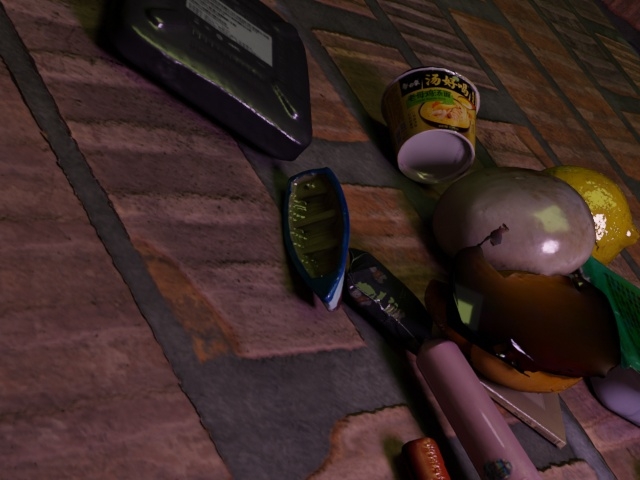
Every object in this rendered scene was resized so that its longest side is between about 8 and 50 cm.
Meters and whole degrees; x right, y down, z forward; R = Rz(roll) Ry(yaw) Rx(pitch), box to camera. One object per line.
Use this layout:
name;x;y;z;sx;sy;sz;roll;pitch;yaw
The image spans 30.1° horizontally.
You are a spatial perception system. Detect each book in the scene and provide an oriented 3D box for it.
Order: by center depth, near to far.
book;0.237;0.169;1.533;0.198;0.016;0.138;37;28;-18

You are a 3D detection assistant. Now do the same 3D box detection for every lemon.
lemon;0.392;-0.031;1.844;0.206;0.174;0.173;19;21;17

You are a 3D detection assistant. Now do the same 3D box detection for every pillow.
pillow;0.081;0.075;1.402;0.150;0.048;0.090;43;36;-15

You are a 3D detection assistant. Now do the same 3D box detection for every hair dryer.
hair dryer;0.212;0.242;1.287;0.210;0.125;0.352;15;38;-48

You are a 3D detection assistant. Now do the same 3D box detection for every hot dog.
hot dog;0.233;0.100;1.476;0.326;0.107;0.194;28;45;-33

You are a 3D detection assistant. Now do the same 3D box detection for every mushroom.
mushroom;0.268;-0.010;1.658;0.226;0.178;0.226;0;29;0

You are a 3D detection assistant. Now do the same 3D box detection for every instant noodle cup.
instant noodle cup;0.164;-0.163;1.759;0.151;0.151;0.122;30;43;-30

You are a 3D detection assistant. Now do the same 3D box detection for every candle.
candle;0.126;0.270;1.200;0.053;0.048;0.162;42;21;-48

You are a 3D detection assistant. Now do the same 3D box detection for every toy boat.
toy boat;0.000;0.000;1.374;0.229;0.080;0.046;-100;173;-48

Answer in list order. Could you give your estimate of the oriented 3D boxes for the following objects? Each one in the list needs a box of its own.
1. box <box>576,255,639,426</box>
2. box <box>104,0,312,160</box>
box;0.498;0.198;1.774;0.336;0.106;0.264;31;32;-30
box;-0.134;-0.252;1.508;0.290;0.073;0.289;33;30;-25
